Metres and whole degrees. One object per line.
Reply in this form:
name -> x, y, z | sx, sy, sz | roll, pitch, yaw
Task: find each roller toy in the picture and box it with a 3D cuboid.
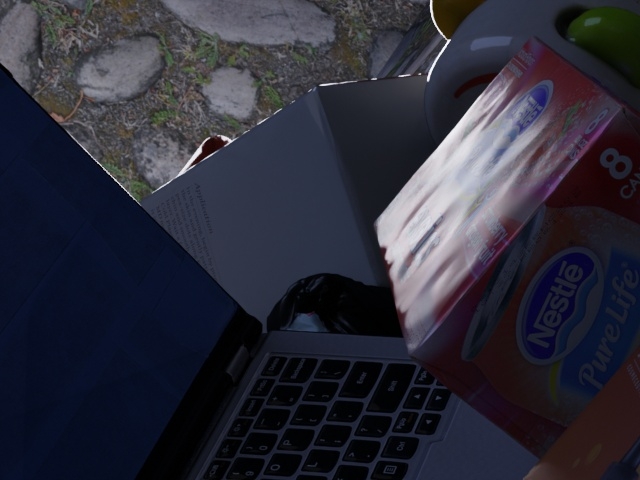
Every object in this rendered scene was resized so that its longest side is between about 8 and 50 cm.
roller toy -> 0.186, -0.115, 1.431 | 0.209, 0.191, 0.146 | 6, 47, 34

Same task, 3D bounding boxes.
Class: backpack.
backpack -> 0.045, 0.121, 1.347 | 0.115, 0.152, 0.182 | -55, 43, 38

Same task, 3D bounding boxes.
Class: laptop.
laptop -> -0.068, 0.085, 1.047 | 0.382, 0.408, 0.236 | -61, -34, -49

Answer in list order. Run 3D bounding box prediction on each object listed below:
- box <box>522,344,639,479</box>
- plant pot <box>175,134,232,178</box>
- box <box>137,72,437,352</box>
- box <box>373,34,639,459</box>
box -> 0.111, 0.135, 0.676 | 0.170, 0.091, 0.130 | -52, 9, 11
plant pot -> -0.077, 0.106, 1.910 | 0.267, 0.267, 0.235 | -50, 20, 21
box -> 0.000, 0.000, 1.598 | 0.215, 0.168, 0.345 | -10, -12, -40
box -> 0.133, 0.007, 0.972 | 0.154, 0.142, 0.300 | -50, 9, 9
